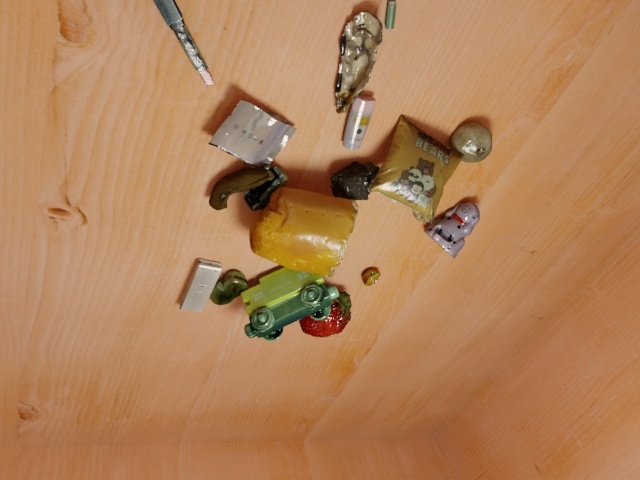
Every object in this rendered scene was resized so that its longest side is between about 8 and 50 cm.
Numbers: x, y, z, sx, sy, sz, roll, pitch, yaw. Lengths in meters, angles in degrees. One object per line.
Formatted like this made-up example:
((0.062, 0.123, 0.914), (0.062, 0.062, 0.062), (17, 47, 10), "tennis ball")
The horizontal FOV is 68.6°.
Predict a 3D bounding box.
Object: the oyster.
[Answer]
((0.111, -0.581, 1.553), (0.128, 0.079, 0.345), (15, 129, -3), "oyster")

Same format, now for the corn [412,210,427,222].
((0.435, -0.195, 1.983), (0.098, 0.098, 0.290), (-14, 136, -6), "corn")

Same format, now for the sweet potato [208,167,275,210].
((-0.293, -0.201, 1.721), (0.285, 0.112, 0.085), (-20, 180, 19), "sweet potato")

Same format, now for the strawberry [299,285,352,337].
((0.011, 0.355, 2.240), (0.288, 0.239, 0.250), (-35, 128, 27), "strawberry")

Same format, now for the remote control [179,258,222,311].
((-0.525, 0.199, 2.046), (0.102, 0.055, 0.277), (13, 124, -28), "remote control")

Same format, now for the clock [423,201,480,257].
((0.619, -0.071, 2.123), (0.254, 0.189, 0.189), (-46, 130, 3), "clock")

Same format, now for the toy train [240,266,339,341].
((-0.148, 0.258, 2.067), (0.442, 0.272, 0.179), (-25, 143, -1), "toy train")

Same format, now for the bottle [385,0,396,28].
((0.223, -0.718, 1.488), (0.030, 0.030, 0.083), (-8, 132, -11), "bottle")

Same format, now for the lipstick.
((-0.401, -0.595, 1.382), (0.051, 0.051, 0.312), (-24, 135, 1), "lipstick")

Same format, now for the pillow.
((0.369, -0.265, 1.790), (0.310, 0.119, 0.312), (26, 87, -14), "pillow")

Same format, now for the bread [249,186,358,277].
((-0.073, -0.008, 1.783), (0.394, 0.250, 0.361), (10, 144, -9), "bread")

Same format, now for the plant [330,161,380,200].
((0.143, -0.228, 1.827), (0.194, 0.129, 0.132), (-19, 138, -25), "plant")

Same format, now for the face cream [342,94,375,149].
((0.136, -0.427, 1.701), (0.084, 0.057, 0.198), (0, 131, -19), "face cream")

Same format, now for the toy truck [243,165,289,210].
((-0.195, -0.197, 1.775), (0.191, 0.085, 0.116), (-47, 158, 26), "toy truck")

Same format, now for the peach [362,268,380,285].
((0.241, 0.173, 2.270), (0.098, 0.061, 0.098), (-27, 151, -16), "peach")

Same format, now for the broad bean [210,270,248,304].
((-0.406, 0.216, 2.100), (0.153, 0.072, 0.207), (16, 134, -28), "broad bean")

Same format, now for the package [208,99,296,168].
((-0.234, -0.365, 1.624), (0.250, 0.062, 0.204), (20, 122, -42), "package")

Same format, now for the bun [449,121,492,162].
((0.608, -0.377, 1.860), (0.173, 0.113, 0.167), (10, 127, -23), "bun")
